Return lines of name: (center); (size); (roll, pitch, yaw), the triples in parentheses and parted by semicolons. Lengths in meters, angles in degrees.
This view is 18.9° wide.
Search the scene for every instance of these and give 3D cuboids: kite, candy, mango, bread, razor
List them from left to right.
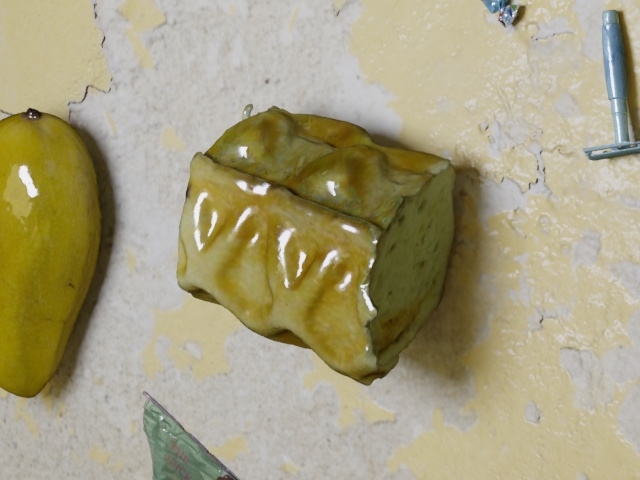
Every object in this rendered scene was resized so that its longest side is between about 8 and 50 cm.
mango: (-0.346, 0.005, 2.205); (0.195, 0.142, 0.331); (36, 120, 34)
kite: (-0.145, 0.327, 2.175); (0.268, 0.013, 0.323); (-8, 91, 38)
bread: (0.001, -0.006, 1.894); (0.252, 0.238, 0.196); (14, 141, 30)
candy: (0.162, -0.240, 1.843); (0.030, 0.020, 0.083); (-46, 67, 33)
razor: (0.271, -0.144, 1.764); (0.068, 0.040, 0.135); (-8, 87, 38)
